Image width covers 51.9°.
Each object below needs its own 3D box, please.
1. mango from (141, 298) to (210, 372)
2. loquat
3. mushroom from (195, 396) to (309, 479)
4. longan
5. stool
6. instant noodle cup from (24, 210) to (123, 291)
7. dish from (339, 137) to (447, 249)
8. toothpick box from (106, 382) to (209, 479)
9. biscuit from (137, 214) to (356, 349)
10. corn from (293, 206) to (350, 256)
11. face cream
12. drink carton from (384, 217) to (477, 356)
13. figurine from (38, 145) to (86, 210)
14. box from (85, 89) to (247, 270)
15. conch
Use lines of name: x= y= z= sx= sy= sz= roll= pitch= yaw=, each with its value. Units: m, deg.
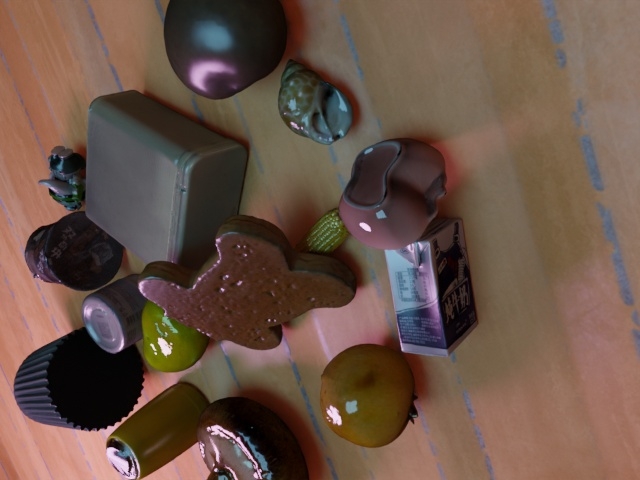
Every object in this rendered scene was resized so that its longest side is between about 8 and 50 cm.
mango: x=-0.370 y=0.238 z=1.689 sx=0.185 sy=0.149 sz=0.273 roll=25 pitch=130 yaw=18
loquat: x=0.098 y=0.313 z=1.335 sx=0.208 sy=0.208 sz=0.208 roll=16 pitch=119 yaw=31
mushroom: x=-0.173 y=0.545 z=1.650 sx=0.345 sy=0.239 sz=0.345 roll=7 pitch=121 yaw=12
longan: x=-0.173 y=-0.381 z=1.213 sx=0.246 sy=0.215 sz=0.246 roll=43 pitch=149 yaw=35
stool: x=-0.737 y=0.422 z=1.967 sx=0.330 sy=0.297 sz=0.297 roll=-19 pitch=98 yaw=45
instant noodle cup: x=-0.689 y=0.032 z=1.806 sx=0.207 sy=0.217 sz=0.217 roll=-4 pitch=108 yaw=46
dish: x=0.111 y=-0.095 z=1.131 sx=0.213 sy=0.213 sz=0.090 roll=-7 pitch=149 yaw=39
toothpick box: x=-0.443 y=0.525 z=1.790 sx=0.175 sy=0.271 sz=0.174 roll=16 pitch=119 yaw=31
biscuit: x=-0.164 y=0.091 z=1.391 sx=0.368 sy=0.076 sz=0.394 roll=30 pitch=135 yaw=-27
corn: x=0.000 y=0.000 z=1.352 sx=0.067 sy=0.067 sz=0.206 roll=52 pitch=134 yaw=6
face cream: x=-0.539 y=0.198 z=1.796 sx=0.177 sy=0.153 sz=0.177 roll=17 pitch=121 yaw=31
drink carton: x=0.200 y=0.079 z=1.189 sx=0.102 sy=0.134 sz=0.222 roll=1 pitch=110 yaw=40
figurine: x=-0.683 y=-0.158 z=1.771 sx=0.147 sy=0.126 sz=0.192 roll=15 pitch=132 yaw=11
box: x=-0.370 y=-0.123 z=1.509 sx=0.344 sy=0.177 sz=0.351 roll=32 pitch=127 yaw=24
conch: x=-0.018 y=-0.251 z=1.231 sx=0.173 sy=0.106 sz=0.116 roll=30 pitch=107 yaw=2
